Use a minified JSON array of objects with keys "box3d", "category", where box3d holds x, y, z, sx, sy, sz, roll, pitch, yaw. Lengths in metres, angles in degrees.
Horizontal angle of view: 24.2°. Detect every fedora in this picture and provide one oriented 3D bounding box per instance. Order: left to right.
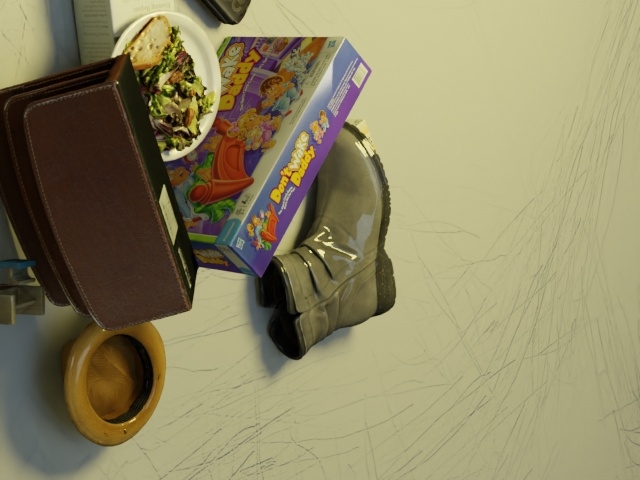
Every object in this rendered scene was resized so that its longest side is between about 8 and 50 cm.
[{"box3d":[-0.293,0.181,2.014,0.194,0.079,0.194,-17,112,-50],"category":"fedora"}]

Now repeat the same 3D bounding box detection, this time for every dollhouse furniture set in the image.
[{"box3d":[-0.439,0.037,1.827,0.183,0.129,0.129,-16,108,-71],"category":"dollhouse furniture set"}]

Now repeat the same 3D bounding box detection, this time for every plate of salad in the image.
[{"box3d":[-0.198,-0.203,1.971,0.200,0.048,0.200,-9,103,-47],"category":"plate of salad"}]

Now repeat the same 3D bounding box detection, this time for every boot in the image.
[{"box3d":[0.000,0.000,2.292,0.222,0.118,0.338,-23,108,-38],"category":"boot"}]

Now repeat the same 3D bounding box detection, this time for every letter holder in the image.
[{"box3d":[-0.299,-0.047,1.850,0.152,0.214,0.302,-94,169,-70],"category":"letter holder"}]

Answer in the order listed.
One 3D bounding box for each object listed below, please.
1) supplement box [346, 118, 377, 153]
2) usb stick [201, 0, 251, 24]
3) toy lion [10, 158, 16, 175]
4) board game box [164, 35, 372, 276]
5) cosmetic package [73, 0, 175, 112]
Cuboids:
[{"box3d":[0.056,-0.137,2.386,0.062,0.036,0.098,-44,125,-36],"category":"supplement box"},{"box3d":[-0.189,-0.409,2.078,0.278,0.045,0.077,46,55,-40],"category":"usb stick"},{"box3d":[-0.363,-0.092,1.942,0.096,0.034,0.100,2,94,-41],"category":"toy lion"},{"box3d":[-0.106,-0.124,2.064,0.078,0.233,0.347,47,61,-40],"category":"board game box"},{"box3d":[-0.255,-0.260,1.996,0.117,0.085,0.231,-20,108,-44],"category":"cosmetic package"}]
